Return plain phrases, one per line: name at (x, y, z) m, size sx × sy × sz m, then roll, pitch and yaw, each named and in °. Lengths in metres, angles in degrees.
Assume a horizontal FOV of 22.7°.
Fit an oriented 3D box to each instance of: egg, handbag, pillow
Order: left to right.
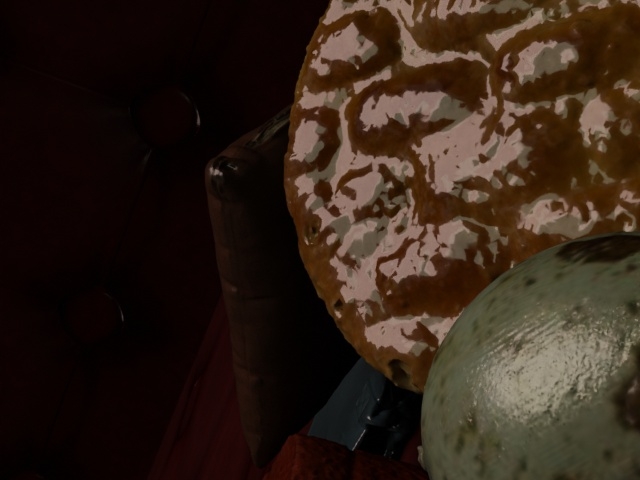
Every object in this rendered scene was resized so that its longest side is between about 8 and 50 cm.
pillow at (0.015, -0.007, 1.363) m, size 0.308 × 0.108 × 0.305 m, roll -42°, pitch -41°, yaw -41°
handbag at (0.033, 0.199, 1.532) m, size 0.179 × 0.062 × 0.229 m, roll -113°, pitch 43°, yaw -73°
egg at (0.144, 0.077, 0.738) m, size 0.231 × 0.169 × 0.169 m, roll -37°, pitch 33°, yaw 55°

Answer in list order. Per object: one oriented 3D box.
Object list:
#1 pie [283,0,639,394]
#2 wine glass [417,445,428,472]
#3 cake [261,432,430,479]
pie at (0.110, -0.061, 0.962) m, size 0.339 × 0.083 × 0.340 m, roll -3°, pitch 85°, yaw 38°
wine glass at (0.083, 0.216, 1.004) m, size 0.122 × 0.122 × 0.183 m, roll 121°, pitch 170°, yaw -54°
cake at (-0.005, 0.267, 1.309) m, size 0.283 × 0.150 × 0.177 m, roll 113°, pitch 168°, yaw -53°
